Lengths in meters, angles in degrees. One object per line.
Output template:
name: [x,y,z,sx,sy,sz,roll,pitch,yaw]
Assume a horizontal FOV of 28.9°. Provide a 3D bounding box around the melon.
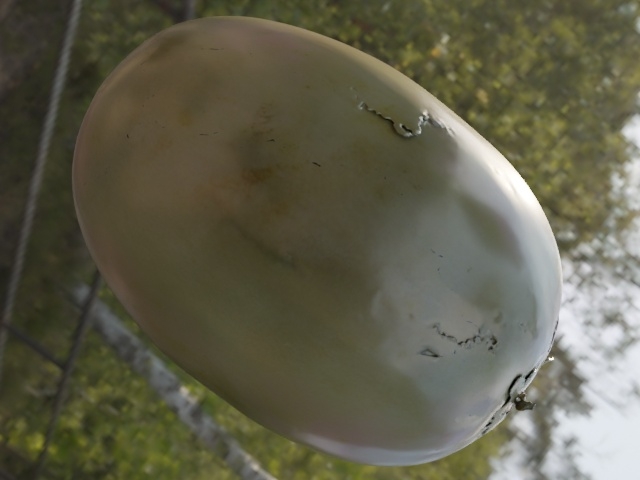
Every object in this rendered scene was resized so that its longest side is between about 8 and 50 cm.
melon: [0.000,0.000,0.747,0.223,0.317,0.223,-52,171,-12]
